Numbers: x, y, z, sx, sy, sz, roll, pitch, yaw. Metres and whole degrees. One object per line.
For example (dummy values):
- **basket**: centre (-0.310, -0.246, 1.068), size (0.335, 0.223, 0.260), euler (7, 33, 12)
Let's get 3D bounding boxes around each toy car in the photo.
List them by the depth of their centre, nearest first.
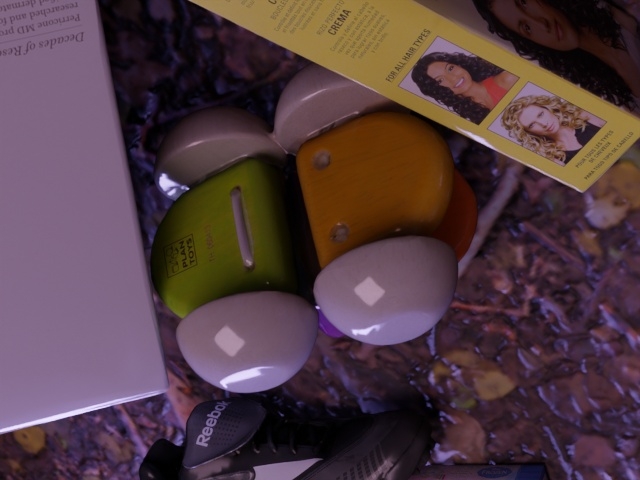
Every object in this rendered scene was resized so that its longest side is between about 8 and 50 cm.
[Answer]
- **toy car**: centre (0.000, 0.000, 0.795), size (0.182, 0.159, 0.136), euler (-21, 153, 17)

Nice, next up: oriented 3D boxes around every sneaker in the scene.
- **sneaker**: centre (-0.035, 0.144, 0.938), size (0.234, 0.078, 0.106), euler (-26, 110, 38)

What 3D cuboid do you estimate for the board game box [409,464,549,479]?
- **board game box**: centre (0.112, 0.185, 0.932), size (0.090, 0.020, 0.090), euler (-5, 119, 28)

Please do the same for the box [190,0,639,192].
- **box**: centre (0.045, -0.111, 0.678), size (0.232, 0.087, 0.058), euler (23, 133, -19)

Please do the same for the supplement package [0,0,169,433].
- **supplement package**: centre (-0.201, -0.058, 0.777), size (0.175, 0.177, 0.293), euler (-14, 122, -12)
